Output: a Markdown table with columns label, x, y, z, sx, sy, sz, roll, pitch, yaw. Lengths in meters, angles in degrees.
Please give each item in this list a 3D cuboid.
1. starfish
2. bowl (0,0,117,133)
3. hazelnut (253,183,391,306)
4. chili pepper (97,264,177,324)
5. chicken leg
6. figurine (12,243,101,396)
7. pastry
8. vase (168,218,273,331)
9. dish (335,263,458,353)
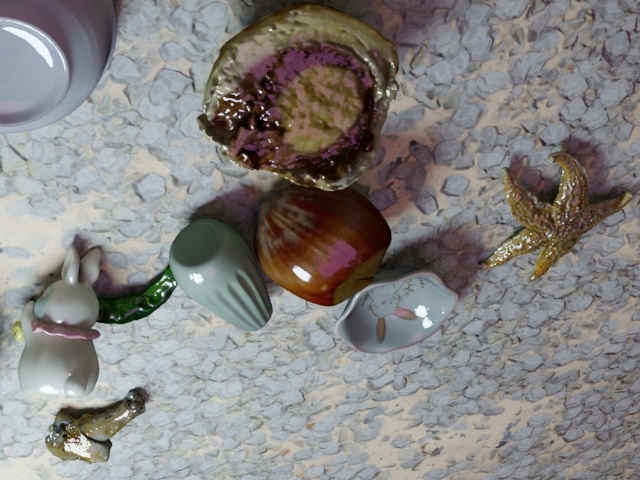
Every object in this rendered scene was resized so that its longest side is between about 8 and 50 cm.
| label | x | y | z | sx | sy | sz | roll | pitch | yaw |
| --- | --- | --- | --- | --- | --- | --- | --- | --- | --- |
| starfish | 0.404 | -0.027 | 1.716 | 0.299 | 0.060 | 0.302 | 6 | 131 | -26 |
| bowl | -0.391 | -0.243 | 1.185 | 0.287 | 0.143 | 0.287 | -10 | 135 | -10 |
| hazelnut | 0.001 | -0.002 | 1.544 | 0.181 | 0.181 | 0.212 | -9 | 145 | -53 |
| chili pepper | -0.295 | 0.094 | 1.609 | 0.182 | 0.050 | 0.073 | -30 | 128 | 8 |
| chicken leg | -0.417 | 0.356 | 1.806 | 0.196 | 0.080 | 0.125 | -13 | 123 | -7 |
| figurine | -0.415 | 0.130 | 1.547 | 0.127 | 0.235 | 0.155 | 10 | 168 | -30 |
| pastry | -0.032 | -0.211 | 1.328 | 0.256 | 0.170 | 0.236 | 16 | 106 | -19 |
| vase | -0.151 | 0.069 | 1.585 | 0.128 | 0.128 | 0.248 | -24 | 143 | 6 |
| dish | 0.129 | 0.107 | 1.742 | 0.229 | 0.081 | 0.229 | -11 | 139 | -10 |
